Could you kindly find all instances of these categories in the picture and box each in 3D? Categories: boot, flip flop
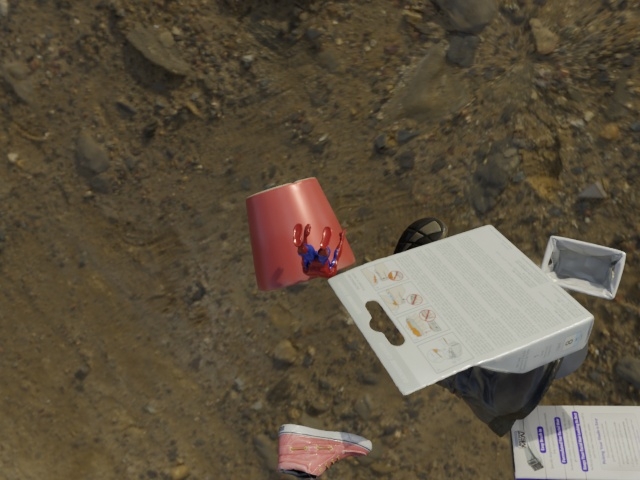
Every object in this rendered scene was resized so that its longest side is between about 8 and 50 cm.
[{"bbox_3d":[0.363,0.286,1.338,0.222,0.118,0.338,37,141,17],"label":"boot"},{"bbox_3d":[0.222,0.061,1.447,0.080,0.112,0.277,9,123,-24],"label":"flip flop"}]

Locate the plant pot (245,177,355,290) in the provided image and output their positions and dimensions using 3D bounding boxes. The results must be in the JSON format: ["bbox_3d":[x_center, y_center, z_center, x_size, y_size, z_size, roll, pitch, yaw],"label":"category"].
[{"bbox_3d":[-0.070,-0.022,1.606,0.274,0.275,0.243,-16,93,22],"label":"plant pot"}]

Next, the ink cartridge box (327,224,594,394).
[{"bbox_3d":[0.248,0.133,1.149,0.384,0.308,0.091,-18,131,-16],"label":"ink cartridge box"}]

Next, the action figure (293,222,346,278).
[{"bbox_3d":[0.000,0.000,1.351,0.091,0.280,0.139,8,70,6],"label":"action figure"}]

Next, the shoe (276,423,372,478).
[{"bbox_3d":[0.007,0.384,1.095,0.177,0.081,0.063,15,146,-16],"label":"shoe"}]

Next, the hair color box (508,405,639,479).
[{"bbox_3d":[0.616,0.489,1.429,0.338,0.185,0.110,-2,135,13],"label":"hair color box"}]

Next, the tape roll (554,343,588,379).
[{"bbox_3d":[0.515,0.232,1.463,0.219,0.219,0.072,-10,121,21],"label":"tape roll"}]

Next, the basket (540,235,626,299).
[{"bbox_3d":[0.606,0.063,1.434,0.167,0.103,0.113,16,91,22],"label":"basket"}]
